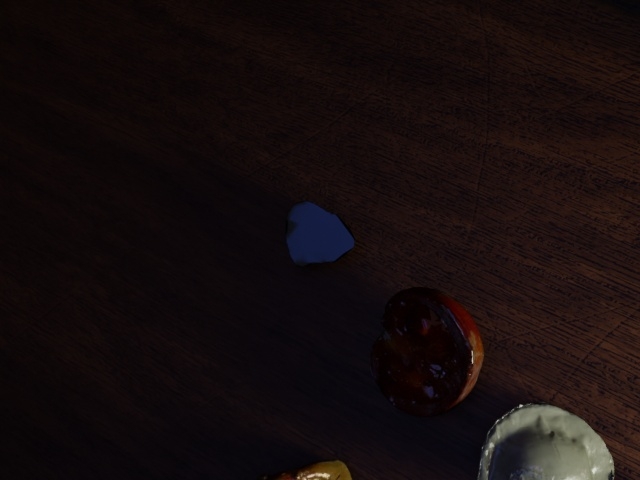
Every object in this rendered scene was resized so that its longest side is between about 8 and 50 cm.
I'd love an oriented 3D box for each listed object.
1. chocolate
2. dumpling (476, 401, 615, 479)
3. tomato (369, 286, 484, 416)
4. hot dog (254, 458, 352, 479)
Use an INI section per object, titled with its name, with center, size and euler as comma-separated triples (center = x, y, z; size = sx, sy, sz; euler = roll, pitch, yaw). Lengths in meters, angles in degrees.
[chocolate]
center = 0.000, 0.000, 1.606
size = 0.148, 0.080, 0.125
euler = 26, 96, 13
[dumpling]
center = 0.376, 0.360, 1.375
size = 0.246, 0.142, 0.173
euler = 4, 75, -14
[tomato]
center = 0.206, 0.193, 1.464
size = 0.200, 0.139, 0.233
euler = 37, 122, 28
[hot dog]
center = -0.064, 0.490, 1.453
size = 0.256, 0.153, 0.150
euler = -28, 70, 7
